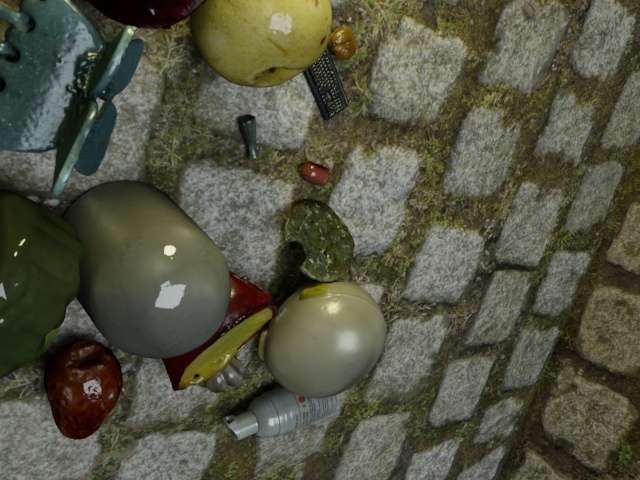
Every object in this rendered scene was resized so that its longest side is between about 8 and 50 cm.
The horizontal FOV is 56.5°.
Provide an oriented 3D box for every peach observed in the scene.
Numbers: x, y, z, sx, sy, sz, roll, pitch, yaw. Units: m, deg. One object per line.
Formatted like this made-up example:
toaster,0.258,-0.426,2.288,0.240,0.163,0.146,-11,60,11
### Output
peach,-0.301,0.216,1.557,0.361,0.201,0.258,-47,162,8

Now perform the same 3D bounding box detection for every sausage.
sausage,-0.014,-0.183,1.656,0.094,0.059,0.054,12,111,-43

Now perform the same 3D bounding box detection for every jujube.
jujube,-0.572,0.362,1.431,0.190,0.190,0.255,1,121,-38

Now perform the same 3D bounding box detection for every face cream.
face cream,-0.138,0.540,1.880,0.370,0.145,0.145,-12,119,-31

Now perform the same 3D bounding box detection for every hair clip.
hair clip,-0.494,-0.288,1.096,0.238,0.392,0.318,26,97,-16

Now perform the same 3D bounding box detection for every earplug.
earplug,-0.374,0.077,1.291,0.312,0.394,0.312,-17,123,-29

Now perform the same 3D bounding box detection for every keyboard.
keyboard,0.008,-0.430,1.570,0.094,0.025,0.230,-39,130,-12

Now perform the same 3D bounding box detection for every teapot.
teapot,-0.179,-0.259,1.507,0.043,0.043,0.110,-25,130,-26

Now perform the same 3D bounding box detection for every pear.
pear,-0.127,-0.483,1.264,0.309,0.309,0.309,-17,122,-30

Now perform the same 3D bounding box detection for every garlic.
garlic,-0.287,0.382,1.714,0.131,0.127,0.194,-6,151,-3

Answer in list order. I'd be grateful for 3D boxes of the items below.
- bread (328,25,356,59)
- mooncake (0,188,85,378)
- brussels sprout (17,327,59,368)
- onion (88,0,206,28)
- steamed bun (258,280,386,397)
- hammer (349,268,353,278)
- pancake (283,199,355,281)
bread,0.056,-0.513,1.549,0.081,0.046,0.083,-11,118,-36
mooncake,-0.625,0.086,1.132,0.356,0.356,0.194,-49,141,-6
brussels sprout,-0.656,0.201,1.301,0.183,0.131,0.145,-54,153,16
onion,-0.329,-0.541,1.082,0.232,0.314,0.314,-52,156,-69
steamed bun,0.010,0.285,1.735,0.334,0.334,0.374,25,116,-42
hammer,0.092,0.081,1.902,0.035,0.019,0.110,-34,131,-19
pancake,0.000,0.000,1.696,0.253,0.037,0.253,18,61,-36
